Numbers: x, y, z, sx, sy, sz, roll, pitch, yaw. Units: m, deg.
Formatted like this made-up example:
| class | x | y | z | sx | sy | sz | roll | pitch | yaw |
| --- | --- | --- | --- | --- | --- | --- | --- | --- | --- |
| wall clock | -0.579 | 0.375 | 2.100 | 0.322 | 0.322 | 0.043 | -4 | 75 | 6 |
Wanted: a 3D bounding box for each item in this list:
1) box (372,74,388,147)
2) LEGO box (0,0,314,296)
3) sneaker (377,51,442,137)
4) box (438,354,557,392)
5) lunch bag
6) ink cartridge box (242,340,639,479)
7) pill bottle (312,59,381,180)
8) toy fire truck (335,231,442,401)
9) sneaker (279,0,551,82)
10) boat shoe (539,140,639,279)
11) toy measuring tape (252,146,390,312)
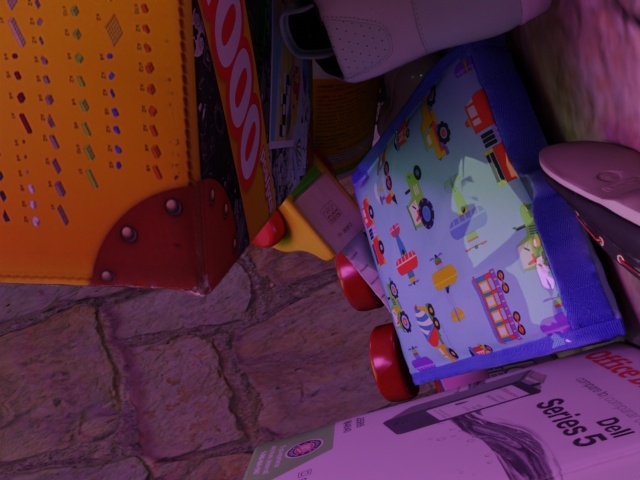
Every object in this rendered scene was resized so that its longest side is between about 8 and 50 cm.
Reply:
| class | x | y | z | sx | sy | sz | roll | pitch | yaw |
| --- | --- | --- | --- | --- | --- | --- | --- | --- | --- |
| box | 0.034 | -0.369 | 1.199 | 0.395 | 0.097 | 0.318 | 67 | -177 | -64 |
| LEGO box | -0.122 | -0.261 | 0.458 | 0.372 | 0.193 | 0.500 | -65 | -24 | -72 |
| sneaker | 0.117 | -0.131 | 0.817 | 0.094 | 0.080 | 0.212 | 59 | 177 | 22 |
| box | 0.221 | 0.242 | 0.750 | 0.213 | 0.117 | 0.243 | -102 | -8 | -72 |
| lunch bag | 0.128 | -0.011 | 0.583 | 0.293 | 0.138 | 0.221 | 102 | 152 | -77 |
| ink cartridge box | 0.094 | 0.160 | 0.410 | 0.198 | 0.272 | 0.115 | -31 | -76 | -88 |
| pill bottle | -0.001 | -0.189 | 0.778 | 0.246 | 0.136 | 0.136 | 93 | 162 | -53 |
| toy fire truck | 0.155 | 0.061 | 0.967 | 0.302 | 0.169 | 0.254 | 71 | -159 | -6 |
| sneaker | 0.035 | -0.192 | 0.487 | 0.256 | 0.151 | 0.094 | -104 | -8 | -55 |
| boat shoe | 0.145 | -0.017 | 0.351 | 0.133 | 0.048 | 0.042 | -115 | 11 | -63 |
| toy measuring tape | 0.000 | 0.000 | 0.767 | 0.330 | 0.121 | 0.121 | 50 | -175 | -6 |
